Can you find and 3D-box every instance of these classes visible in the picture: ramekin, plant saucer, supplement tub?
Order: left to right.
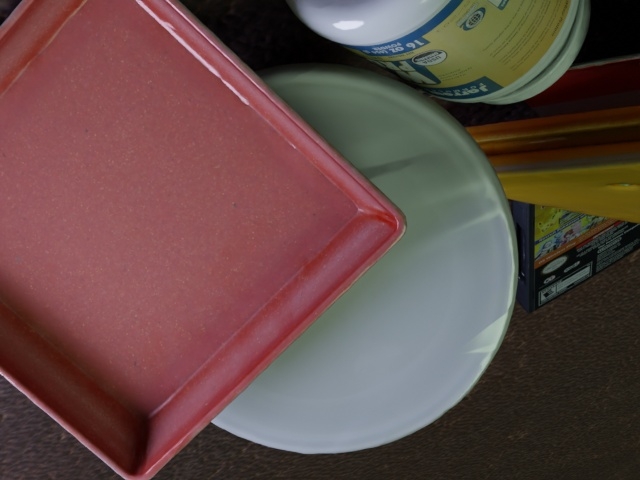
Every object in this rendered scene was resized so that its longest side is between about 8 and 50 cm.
[{"bbox_3d":[-0.123,-0.015,0.772,0.258,0.259,0.047,-45,-169,15],"label":"plant saucer"},{"bbox_3d":[0.000,0.000,0.863,0.273,0.273,0.127,-46,-169,18],"label":"ramekin"},{"bbox_3d":[0.079,-0.171,0.793,0.144,0.144,0.200,-46,148,18],"label":"supplement tub"}]

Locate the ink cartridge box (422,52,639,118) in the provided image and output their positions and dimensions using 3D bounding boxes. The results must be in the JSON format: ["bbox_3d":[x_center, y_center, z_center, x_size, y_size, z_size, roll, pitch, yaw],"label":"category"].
[{"bbox_3d":[0.307,-0.111,0.988,0.385,0.091,0.308,-12,-174,-37],"label":"ink cartridge box"}]

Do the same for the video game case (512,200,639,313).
[{"bbox_3d":[0.329,-0.053,1.330,0.275,0.035,0.248,-30,150,-8],"label":"video game case"}]

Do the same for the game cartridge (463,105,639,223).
[{"bbox_3d":[0.307,-0.059,1.061,0.324,0.052,0.285,7,174,-43],"label":"game cartridge"}]
